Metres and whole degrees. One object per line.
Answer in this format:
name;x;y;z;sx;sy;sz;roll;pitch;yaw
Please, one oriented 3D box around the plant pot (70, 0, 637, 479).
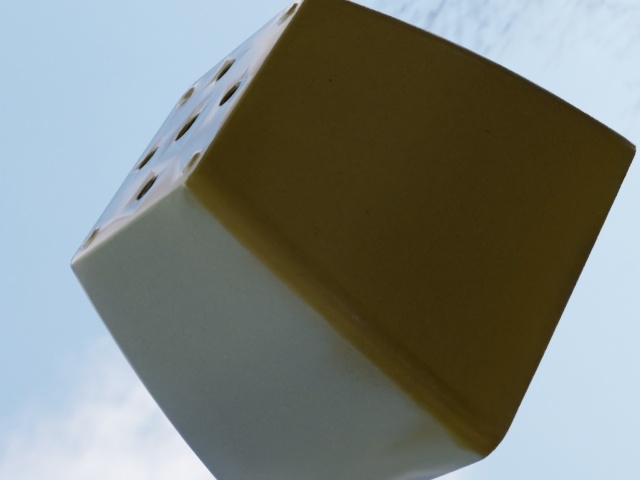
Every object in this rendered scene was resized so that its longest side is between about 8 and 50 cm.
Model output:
plant pot;0.000;0.000;0.985;0.187;0.212;0.212;39;-125;-14
